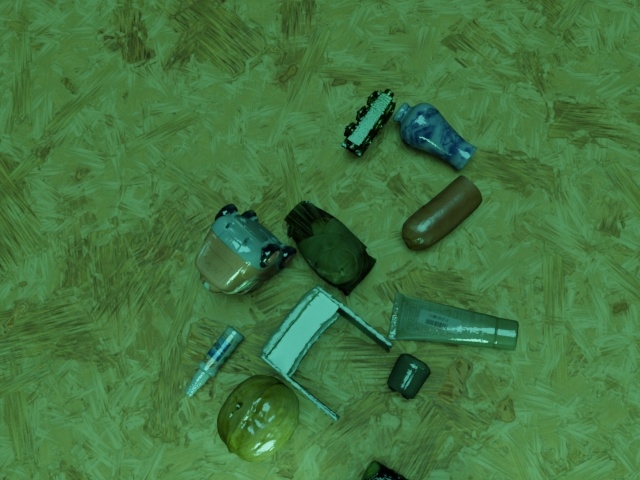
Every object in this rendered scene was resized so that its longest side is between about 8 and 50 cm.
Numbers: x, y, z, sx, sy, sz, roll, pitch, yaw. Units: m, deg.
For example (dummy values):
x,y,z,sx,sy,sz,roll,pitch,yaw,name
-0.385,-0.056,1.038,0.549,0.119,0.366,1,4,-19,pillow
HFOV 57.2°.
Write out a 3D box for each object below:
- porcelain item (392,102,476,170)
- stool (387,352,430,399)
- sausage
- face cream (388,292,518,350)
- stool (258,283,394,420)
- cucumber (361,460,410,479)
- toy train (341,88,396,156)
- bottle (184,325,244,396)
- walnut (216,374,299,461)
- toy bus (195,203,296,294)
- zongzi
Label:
x,y,z,sx,sy,sz,roll,pitch,yaw,name
0.338,-0.316,1.760,0.259,0.141,0.141,35,78,2,porcelain item
0.236,0.367,1.583,0.096,0.096,0.110,31,83,11,stool
0.346,-0.071,1.697,0.259,0.113,0.113,-40,75,-9,sausage
0.366,0.235,1.628,0.341,0.084,0.137,8,72,14,face cream
0.015,0.299,1.574,0.270,0.170,0.243,38,80,12,stool
0.248,0.672,1.502,0.303,0.081,0.072,30,121,7,cucumber
0.147,-0.352,1.778,0.090,0.137,0.225,35,82,6,toy train
-0.300,0.340,1.637,0.060,0.060,0.217,34,78,12,bottle
-0.163,0.462,1.530,0.195,0.195,0.221,40,81,13,walnut
-0.219,0.049,1.619,0.194,0.288,0.232,39,96,14,toy bus
0.000,0.000,1.588,0.289,0.317,0.154,43,92,13,zongzi
